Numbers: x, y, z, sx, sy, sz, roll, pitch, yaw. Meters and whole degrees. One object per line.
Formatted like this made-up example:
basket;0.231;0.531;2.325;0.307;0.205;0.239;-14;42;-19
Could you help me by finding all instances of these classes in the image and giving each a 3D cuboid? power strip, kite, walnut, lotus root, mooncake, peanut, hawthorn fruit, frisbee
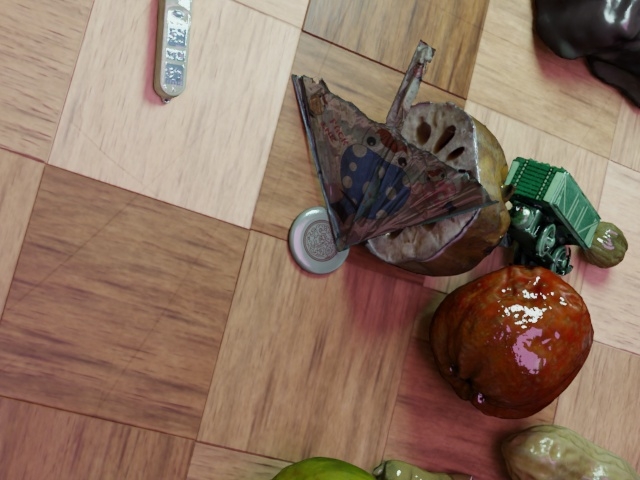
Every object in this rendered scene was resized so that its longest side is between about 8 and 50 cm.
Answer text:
power strip;-0.220;-0.301;1.750;0.047;0.030;0.191;5;87;-29
kite;0.098;-0.135;1.793;0.014;0.406;0.368;-18;137;-54
walnut;0.512;0.008;2.109;0.092;0.092;0.092;1;89;-28
lotus root;0.204;-0.072;1.860;0.192;0.272;0.272;19;80;-39
mooncake;0.581;-0.439;2.092;0.381;0.212;0.351;8;79;-30
peanut;0.446;0.413;2.029;0.313;0.152;0.152;33;74;-21
hawthorn fruit;0.314;0.162;1.912;0.261;0.258;0.258;-38;108;6
frisbee;0.000;0.000;1.870;0.110;0.014;0.110;0;89;-28

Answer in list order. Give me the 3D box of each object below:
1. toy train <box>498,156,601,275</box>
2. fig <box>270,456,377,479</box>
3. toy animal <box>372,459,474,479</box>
toy train;0.374;-0.030;1.973;0.269;0.115;0.154;37;71;-56
fig;0.024;0.477;1.745;0.258;0.258;0.326;-54;127;-18
toy animal;0.172;0.414;1.922;0.218;0.103;0.101;17;57;-23
